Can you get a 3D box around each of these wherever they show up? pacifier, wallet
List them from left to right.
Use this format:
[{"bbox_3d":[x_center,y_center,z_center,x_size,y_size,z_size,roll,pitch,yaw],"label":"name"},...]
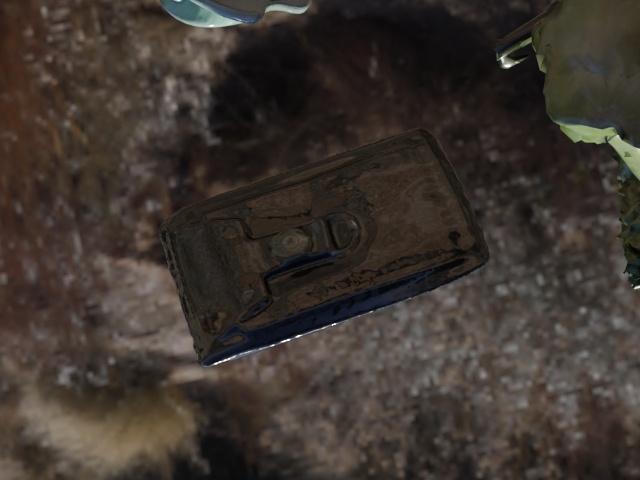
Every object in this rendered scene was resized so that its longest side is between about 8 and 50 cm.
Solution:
[{"bbox_3d":[-0.059,-0.200,0.983,0.150,0.127,0.117,-18,145,-55],"label":"pacifier"},{"bbox_3d":[0.000,0.000,1.217,0.245,0.169,0.052,-20,137,0],"label":"wallet"}]

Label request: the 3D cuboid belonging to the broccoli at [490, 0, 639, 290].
[{"bbox_3d":[0.235,-0.097,0.799,0.283,0.321,0.304,-3,163,-36],"label":"broccoli"}]
